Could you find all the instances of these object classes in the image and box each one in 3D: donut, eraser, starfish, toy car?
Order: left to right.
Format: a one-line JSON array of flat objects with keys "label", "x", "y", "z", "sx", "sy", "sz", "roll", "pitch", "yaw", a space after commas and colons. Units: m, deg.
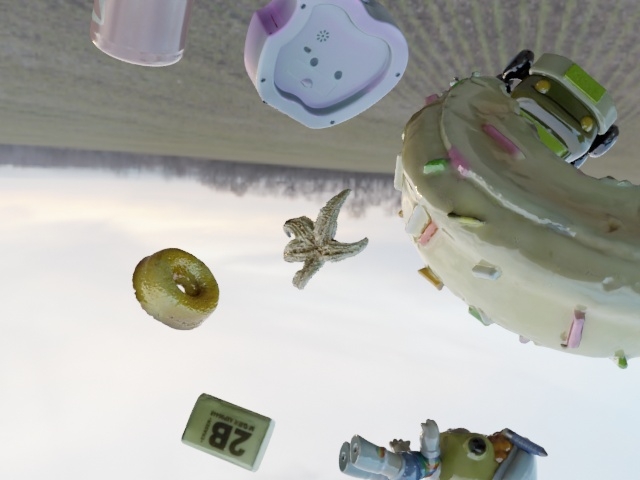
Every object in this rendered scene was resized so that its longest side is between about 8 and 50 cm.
[{"label": "donut", "x": -0.232, "y": 0.076, "z": 1.297, "sx": 0.058, "sy": 0.151, "sz": 0.152, "roll": -34, "pitch": 164, "yaw": 31}, {"label": "eraser", "x": -0.193, "y": 0.399, "z": 1.643, "sx": 0.172, "sy": 0.117, "sz": 0.058, "roll": 18, "pitch": 167, "yaw": 14}, {"label": "starfish", "x": -0.001, "y": 0.000, "z": 1.544, "sx": 0.071, "sy": 0.215, "sz": 0.238, "roll": 0, "pitch": -171, "yaw": -44}, {"label": "toy car", "x": 0.316, "y": -0.153, "z": 1.230, "sx": 0.204, "sy": 0.198, "sz": 0.248, "roll": 42, "pitch": 162, "yaw": 1}, {"label": "donut", "x": 0.239, "y": -0.016, "z": 0.784, "sx": 0.371, "sy": 0.150, "sz": 0.307, "roll": 29, "pitch": -143, "yaw": 14}]

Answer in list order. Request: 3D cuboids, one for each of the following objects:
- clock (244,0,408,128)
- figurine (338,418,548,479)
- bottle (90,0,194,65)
[{"label": "clock", "x": 0.016, "y": -0.394, "z": 1.621, "sx": 0.339, "sy": 0.338, "sz": 0.102, "roll": 0, "pitch": -137, "yaw": -25}, {"label": "figurine", "x": 0.220, "y": 0.449, "z": 1.480, "sx": 0.382, "sy": 0.205, "sz": 0.224, "roll": 5, "pitch": 145, "yaw": -6}, {"label": "bottle", "x": -0.310, "y": -0.475, "z": 1.364, "sx": 0.207, "sy": 0.296, "sz": 0.173, "roll": 25, "pitch": -146, "yaw": 9}]
